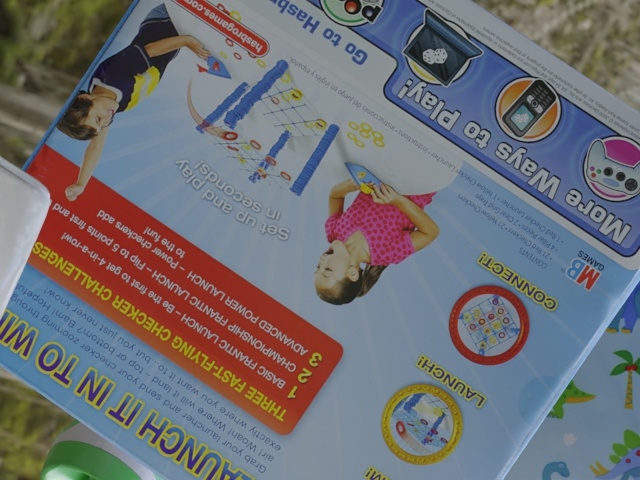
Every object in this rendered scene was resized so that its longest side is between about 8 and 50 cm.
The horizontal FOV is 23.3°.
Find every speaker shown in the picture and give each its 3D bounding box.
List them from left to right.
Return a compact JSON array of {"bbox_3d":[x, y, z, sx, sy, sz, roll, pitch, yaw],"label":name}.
[{"bbox_3d":[-0.144,0.146,1.501,0.131,0.131,0.296,-24,-156,46],"label":"speaker"}]

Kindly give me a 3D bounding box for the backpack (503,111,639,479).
[{"bbox_3d":[0.193,0.086,1.074,0.290,0.273,0.355,10,-90,18],"label":"backpack"}]

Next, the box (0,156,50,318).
[{"bbox_3d":[-0.199,0.030,0.520,0.275,0.094,0.113,-18,-134,55],"label":"box"}]

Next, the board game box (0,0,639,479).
[{"bbox_3d":[0.000,0.000,0.855,0.302,0.308,0.086,-56,177,1],"label":"board game box"}]
